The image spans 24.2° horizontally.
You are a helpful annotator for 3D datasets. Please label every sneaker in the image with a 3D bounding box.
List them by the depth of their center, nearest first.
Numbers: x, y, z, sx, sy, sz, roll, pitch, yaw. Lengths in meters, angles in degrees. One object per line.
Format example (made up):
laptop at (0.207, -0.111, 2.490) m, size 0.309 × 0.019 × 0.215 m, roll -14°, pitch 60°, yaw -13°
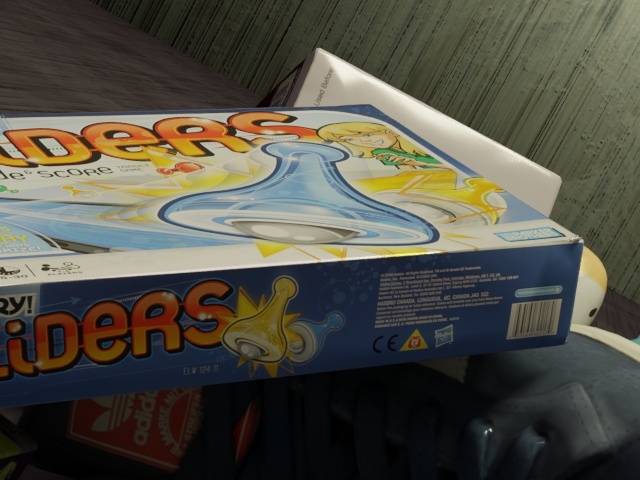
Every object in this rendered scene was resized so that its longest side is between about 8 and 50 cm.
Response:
sneaker at (-0.010, 0.063, 0.484) m, size 0.148 × 0.131 × 0.350 m, roll 13°, pitch 4°, yaw -37°

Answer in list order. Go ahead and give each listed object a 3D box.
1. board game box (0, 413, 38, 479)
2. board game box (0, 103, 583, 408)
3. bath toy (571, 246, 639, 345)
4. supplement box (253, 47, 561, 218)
board game box at (-0.247, -0.028, 0.358) m, size 0.347 × 0.056 × 0.208 m, roll 35°, pitch 8°, yaw 9°
board game box at (-0.046, -0.003, 0.433) m, size 0.201 × 0.035 × 0.136 m, roll -4°, pitch 23°, yaw -26°
bath toy at (0.052, 0.028, 0.928) m, size 0.348 × 0.151 × 0.129 m, roll 27°, pitch 35°, yaw 9°
supplement box at (0.000, 0.000, 0.739) m, size 0.130 × 0.073 × 0.239 m, roll 27°, pitch -20°, yaw -12°
